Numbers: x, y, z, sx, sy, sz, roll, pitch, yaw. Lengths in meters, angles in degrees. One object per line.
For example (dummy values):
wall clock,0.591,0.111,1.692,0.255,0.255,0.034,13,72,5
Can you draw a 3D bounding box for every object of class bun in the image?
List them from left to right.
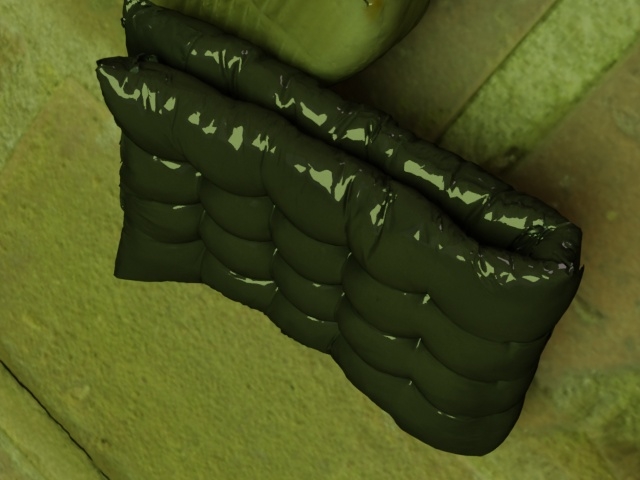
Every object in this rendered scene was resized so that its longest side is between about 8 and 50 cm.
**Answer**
bun,-0.023,-0.207,0.704,0.229,0.145,0.229,25,150,16

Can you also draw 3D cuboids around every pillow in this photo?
pillow,0.000,0.000,0.737,0.326,0.101,0.228,27,149,14
